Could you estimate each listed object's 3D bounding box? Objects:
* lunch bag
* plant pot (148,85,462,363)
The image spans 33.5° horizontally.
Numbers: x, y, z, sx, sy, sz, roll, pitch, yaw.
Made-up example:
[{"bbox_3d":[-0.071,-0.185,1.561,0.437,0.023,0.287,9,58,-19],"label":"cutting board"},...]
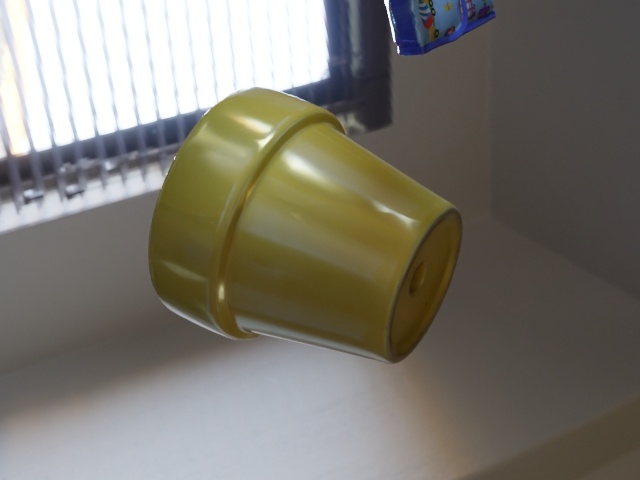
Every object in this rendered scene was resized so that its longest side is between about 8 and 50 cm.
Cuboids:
[{"bbox_3d":[0.125,-0.375,1.425,0.138,0.293,0.221,-5,-72,23],"label":"lunch bag"},{"bbox_3d":[0.000,0.000,1.050,0.239,0.254,0.254,22,-47,23],"label":"plant pot"}]
